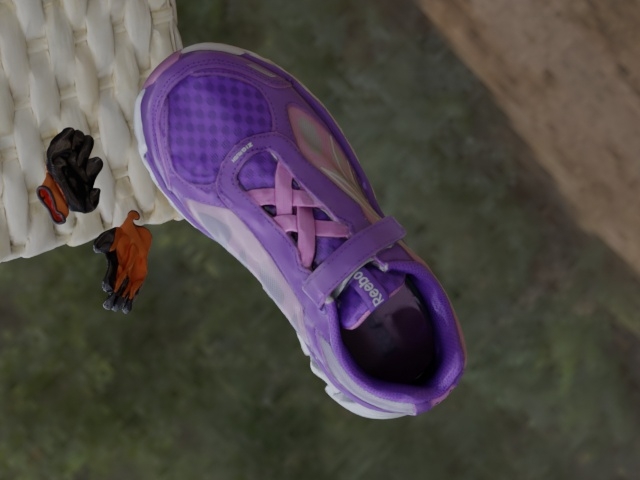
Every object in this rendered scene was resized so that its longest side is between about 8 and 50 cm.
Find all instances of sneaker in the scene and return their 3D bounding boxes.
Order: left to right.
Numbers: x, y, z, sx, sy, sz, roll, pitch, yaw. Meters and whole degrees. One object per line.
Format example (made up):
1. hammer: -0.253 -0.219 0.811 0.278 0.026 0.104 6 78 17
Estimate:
1. sneaker: 0.000 0.000 0.982 0.236 0.095 0.104 52 177 -14

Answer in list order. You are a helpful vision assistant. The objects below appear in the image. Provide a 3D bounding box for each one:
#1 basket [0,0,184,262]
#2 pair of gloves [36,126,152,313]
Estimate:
1. basket: -0.274 -0.164 1.247 0.266 0.328 0.331 36 136 57
2. pair of gloves: -0.104 -0.010 0.898 0.083 0.010 0.074 60 -161 -23
